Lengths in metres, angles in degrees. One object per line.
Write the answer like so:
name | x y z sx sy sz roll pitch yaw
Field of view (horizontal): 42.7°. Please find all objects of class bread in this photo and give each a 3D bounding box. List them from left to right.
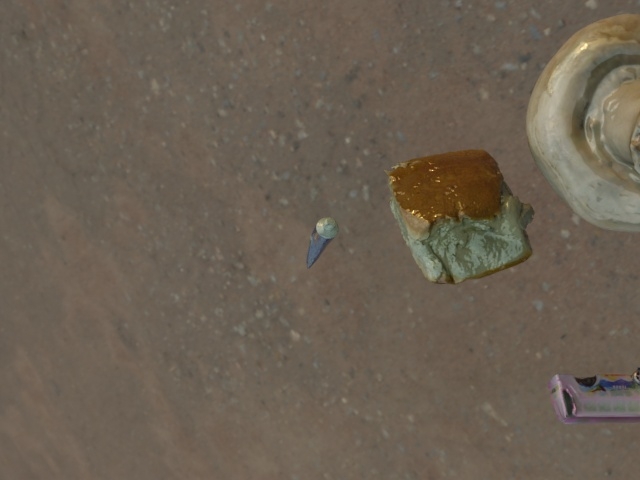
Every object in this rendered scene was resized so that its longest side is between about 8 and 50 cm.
bread | 0.295 -0.048 1.709 0.250 0.278 0.225 -111 8 -48

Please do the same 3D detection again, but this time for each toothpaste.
toothpaste | 0.000 0.000 0.696 0.019 0.027 0.083 20 155 -4

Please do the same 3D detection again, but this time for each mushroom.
mushroom | 0.426 -0.158 1.071 0.298 0.297 0.290 58 -174 0

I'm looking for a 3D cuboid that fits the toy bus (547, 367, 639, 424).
toy bus | 0.674 0.362 1.895 0.090 0.273 0.112 91 178 -63
